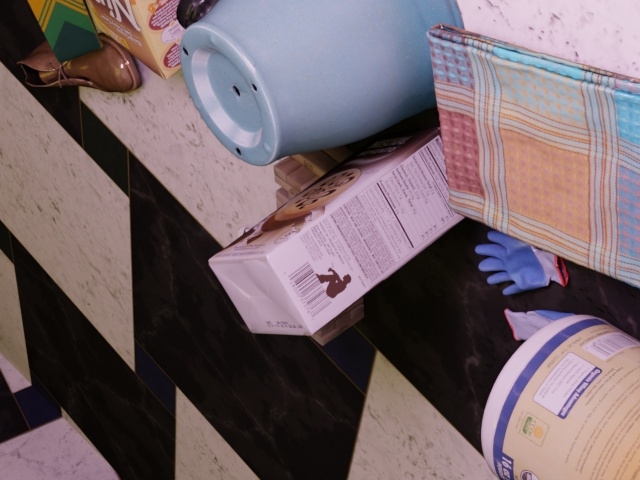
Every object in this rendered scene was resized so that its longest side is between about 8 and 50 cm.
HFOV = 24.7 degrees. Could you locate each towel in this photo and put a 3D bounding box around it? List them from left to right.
[{"bbox_3d":[0.275,-0.076,1.570,0.370,0.040,0.271,23,139,37],"label":"towel"}]

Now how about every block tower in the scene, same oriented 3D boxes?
[{"bbox_3d":[0.000,0.000,2.131,0.097,0.091,0.335,39,148,34],"label":"block tower"}]

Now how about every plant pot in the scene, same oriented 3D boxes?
[{"bbox_3d":[-0.013,-0.220,1.714,0.271,0.255,0.272,40,150,29],"label":"plant pot"}]

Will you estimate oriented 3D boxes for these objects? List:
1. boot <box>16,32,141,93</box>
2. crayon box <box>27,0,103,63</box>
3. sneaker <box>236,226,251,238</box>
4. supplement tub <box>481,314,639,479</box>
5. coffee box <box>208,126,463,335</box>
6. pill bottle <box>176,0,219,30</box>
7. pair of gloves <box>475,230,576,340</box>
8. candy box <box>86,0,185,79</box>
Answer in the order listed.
[{"bbox_3d":[-0.412,-0.288,2.493,0.305,0.115,0.112,16,130,52],"label":"boot"},{"bbox_3d":[-0.431,-0.437,2.240,0.318,0.081,0.202,80,168,-68],"label":"crayon box"},{"bbox_3d":[-0.111,0.017,2.408,0.037,0.032,0.083,5,124,59],"label":"sneaker"},{"bbox_3d":[0.360,0.243,1.623,0.316,0.228,0.228,32,145,41],"label":"supplement tub"},{"bbox_3d":[0.032,-0.013,1.823,0.168,0.297,0.119,-5,118,60],"label":"coffee box"},{"bbox_3d":[-0.090,-0.258,1.957,0.219,0.123,0.123,46,152,23],"label":"pill bottle"},{"bbox_3d":[0.269,0.078,1.829,0.159,0.023,0.198,8,126,57],"label":"pair of gloves"},{"bbox_3d":[-0.288,-0.401,2.121,0.183,0.087,0.316,39,159,33],"label":"candy box"}]
